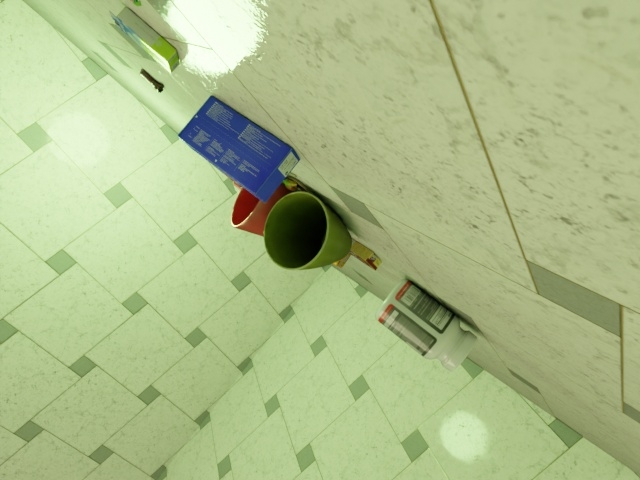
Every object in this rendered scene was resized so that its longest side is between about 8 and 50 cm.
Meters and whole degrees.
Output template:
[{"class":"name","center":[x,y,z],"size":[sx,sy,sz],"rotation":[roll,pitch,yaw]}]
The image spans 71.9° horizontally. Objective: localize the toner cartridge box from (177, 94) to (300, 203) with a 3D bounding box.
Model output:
[{"class":"toner cartridge box","center":[-0.242,-0.270,1.281],"size":[0.348,0.165,0.075],"rotation":[37,175,24]}]

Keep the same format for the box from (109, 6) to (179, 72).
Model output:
[{"class":"box","center":[-0.461,-0.534,1.169],"size":[0.178,0.042,0.109],"rotation":[40,174,-13]}]

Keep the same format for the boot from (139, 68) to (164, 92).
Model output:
[{"class":"boot","center":[-0.704,-0.665,1.827],"size":[0.114,0.037,0.106],"rotation":[45,171,-19]}]

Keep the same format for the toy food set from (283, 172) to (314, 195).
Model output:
[{"class":"toy food set","center":[-0.079,-0.184,1.607],"size":[0.192,0.038,0.132],"rotation":[43,174,-41]}]

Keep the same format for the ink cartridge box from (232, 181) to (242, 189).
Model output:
[{"class":"ink cartridge box","center":[-0.352,-0.269,2.366],"size":[0.207,0.117,0.283],"rotation":[39,174,-6]}]

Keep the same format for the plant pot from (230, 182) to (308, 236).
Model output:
[{"class":"plant pot","center":[-0.183,-0.123,1.757],"size":[0.243,0.275,0.275],"rotation":[29,180,-30]}]

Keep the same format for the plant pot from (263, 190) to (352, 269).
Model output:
[{"class":"plant pot","center":[-0.010,-0.010,1.629],"size":[0.275,0.275,0.293],"rotation":[35,-170,33]}]

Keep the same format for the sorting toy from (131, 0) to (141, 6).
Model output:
[{"class":"sorting toy","center":[-0.435,-0.553,0.980],"size":[0.083,0.012,0.062],"rotation":[38,175,10]}]

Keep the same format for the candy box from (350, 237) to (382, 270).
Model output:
[{"class":"candy box","center":[0.164,0.047,1.886],"size":[0.186,0.053,0.109],"rotation":[36,175,41]}]

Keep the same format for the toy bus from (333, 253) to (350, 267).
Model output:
[{"class":"toy bus","center":[0.000,0.000,2.186],"size":[0.332,0.108,0.130],"rotation":[36,-174,24]}]

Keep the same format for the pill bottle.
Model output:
[{"class":"pill bottle","center":[0.416,0.336,1.753],"size":[0.363,0.210,0.210],"rotation":[38,175,14]}]
